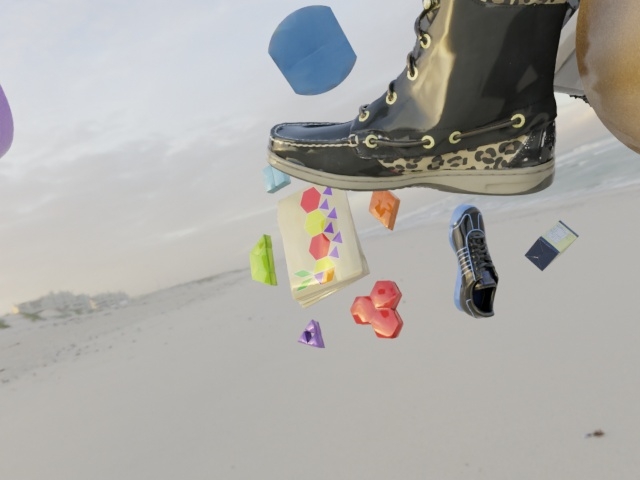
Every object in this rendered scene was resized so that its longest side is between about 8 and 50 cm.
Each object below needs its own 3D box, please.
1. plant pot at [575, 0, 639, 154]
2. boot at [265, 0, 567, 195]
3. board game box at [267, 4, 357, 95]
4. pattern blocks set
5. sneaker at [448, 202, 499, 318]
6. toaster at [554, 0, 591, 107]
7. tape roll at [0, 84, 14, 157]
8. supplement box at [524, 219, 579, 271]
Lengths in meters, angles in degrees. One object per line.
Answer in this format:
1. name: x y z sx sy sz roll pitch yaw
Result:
1. plant pot: 0.306 -0.141 0.300 0.237 0.237 0.254 -22 10 14
2. boot: 0.068 -0.130 0.412 0.237 0.178 0.085 5 32 13
3. board game box: -0.018 -0.347 0.977 0.133 0.033 0.168 -31 -46 11
4. pattern blocks set: 0.000 0.000 0.821 0.286 0.324 0.026 -15 -18 36
5. sneaker: 0.315 0.042 1.072 0.082 0.232 0.090 -8 8 -18
6. toaster: 0.236 -0.237 0.571 0.186 0.168 0.110 -12 -37 -46
7. tape roll: -0.468 -0.163 0.545 0.275 0.275 0.090 -22 33 43
8. supplement box: 0.534 0.012 1.238 0.083 0.056 0.083 -33 -23 -23
